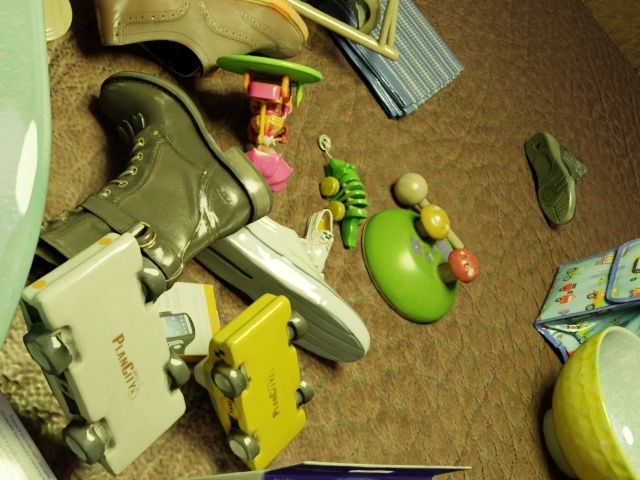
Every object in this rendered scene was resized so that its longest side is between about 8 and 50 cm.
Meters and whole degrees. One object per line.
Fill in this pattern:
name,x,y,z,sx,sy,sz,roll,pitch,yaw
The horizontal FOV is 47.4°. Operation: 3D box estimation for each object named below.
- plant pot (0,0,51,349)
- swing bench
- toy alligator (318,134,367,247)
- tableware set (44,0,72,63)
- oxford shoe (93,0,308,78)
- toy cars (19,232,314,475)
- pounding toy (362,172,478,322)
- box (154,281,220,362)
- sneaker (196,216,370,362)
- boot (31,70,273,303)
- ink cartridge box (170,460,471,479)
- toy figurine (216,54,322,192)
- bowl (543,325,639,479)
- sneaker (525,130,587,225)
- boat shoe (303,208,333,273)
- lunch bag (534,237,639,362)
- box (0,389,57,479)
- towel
plant pot,-0.299,-0.014,0.443,0.247,0.248,0.252,-5,66,-36
swing bench,0.025,-0.448,1.167,0.255,0.165,0.253,11,51,-2
toy alligator,0.035,-0.083,1.035,0.056,0.051,0.189,12,56,-42
tableware set,-0.358,-0.268,0.761,0.194,0.039,0.128,28,58,-23
oxford shoe,-0.148,-0.271,0.949,0.364,0.130,0.132,1,97,-54
toy cars,-0.122,0.105,0.631,0.394,0.087,0.176,30,83,-58
pounding toy,0.170,0.001,1.075,0.183,0.110,0.236,45,40,-15
box,-0.165,0.081,0.734,0.136,0.028,0.081,8,59,-41
sneaker,-0.034,0.038,0.846,0.258,0.094,0.091,43,45,-16
boot,-0.198,-0.050,0.723,0.263,0.091,0.229,39,52,16
ink cartridge box,-0.006,0.229,0.653,0.206,0.208,0.045,16,62,-39
toy figurine,-0.073,-0.134,0.915,0.130,0.173,0.159,8,94,-1
bowl,0.442,0.293,1.126,0.290,0.156,0.289,26,48,-33
sneaker,0.518,-0.121,1.544,0.130,0.087,0.227,21,45,-29
boat shoe,0.000,0.000,0.955,0.035,0.035,0.100,34,43,-26
lunch bag,0.554,0.090,1.271,0.138,0.293,0.221,53,38,-5
box,-0.279,0.173,0.512,0.126,0.072,0.137,57,38,2
towel,0.139,-0.365,1.361,0.243,0.040,0.336,52,37,-3
